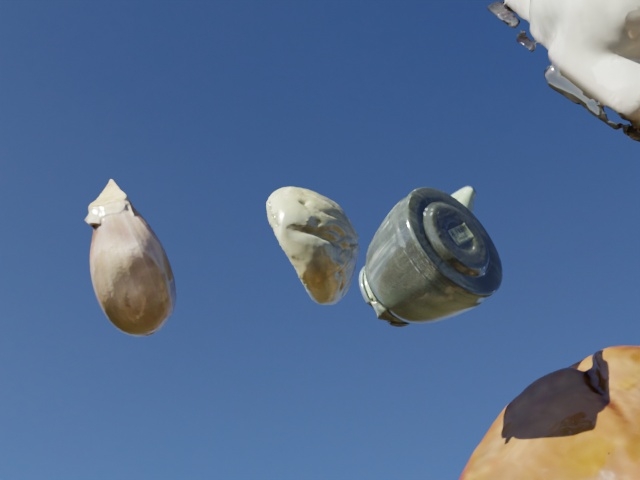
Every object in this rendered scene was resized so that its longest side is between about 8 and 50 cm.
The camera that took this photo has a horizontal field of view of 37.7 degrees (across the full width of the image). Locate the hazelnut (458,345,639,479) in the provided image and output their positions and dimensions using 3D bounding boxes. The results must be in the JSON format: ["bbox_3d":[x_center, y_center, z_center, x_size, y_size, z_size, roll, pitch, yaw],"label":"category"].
[{"bbox_3d":[0.280,0.281,0.855,0.372,0.315,0.372,-24,-41,-23],"label":"hazelnut"}]

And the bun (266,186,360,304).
[{"bbox_3d":[0.000,0.000,1.333,0.102,0.183,0.183,-29,-41,5],"label":"bun"}]

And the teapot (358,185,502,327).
[{"bbox_3d":[0.084,0.011,0.822,0.111,0.149,0.108,25,-48,-30],"label":"teapot"}]

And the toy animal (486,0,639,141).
[{"bbox_3d":[0.298,-0.251,0.669,0.194,0.258,0.357,-22,-32,-56],"label":"toy animal"}]

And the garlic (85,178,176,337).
[{"bbox_3d":[-0.249,0.069,1.288,0.128,0.148,0.266,13,-48,15],"label":"garlic"}]
